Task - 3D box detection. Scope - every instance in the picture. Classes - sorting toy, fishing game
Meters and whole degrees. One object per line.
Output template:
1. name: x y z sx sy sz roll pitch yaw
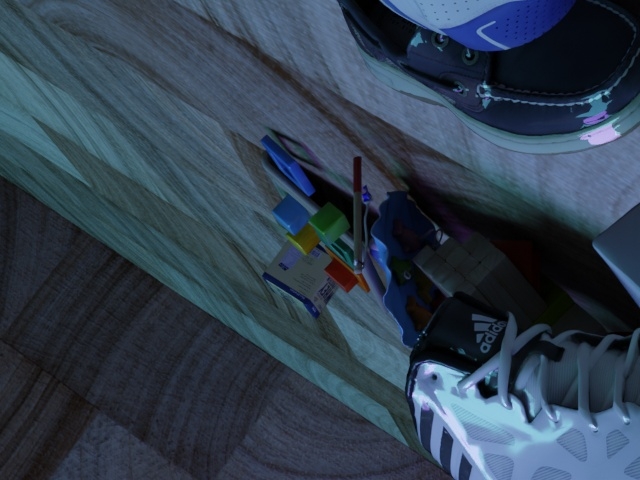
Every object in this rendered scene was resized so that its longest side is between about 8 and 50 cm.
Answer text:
1. sorting toy: 0.000 0.000 1.749 0.196 0.047 0.348 46 174 24
2. fishing game: 0.106 0.037 1.468 0.041 0.189 0.264 -17 140 25

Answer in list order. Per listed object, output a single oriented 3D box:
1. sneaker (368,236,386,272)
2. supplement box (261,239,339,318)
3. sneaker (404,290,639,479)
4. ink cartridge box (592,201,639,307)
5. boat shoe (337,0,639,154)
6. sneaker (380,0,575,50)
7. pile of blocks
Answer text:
1. sneaker: 0.125 0.072 1.693 0.211 0.081 0.080 45 168 -25
2. supplement box: -0.020 0.046 2.012 0.083 0.083 0.056 31 168 25
3. sneaker: 0.210 0.130 1.199 0.257 0.169 0.447 37 145 -2
4. ink cartridge box: 0.326 0.107 0.874 0.307 0.129 0.223 49 -176 -27
5. boat shoe: 0.096 -0.130 0.909 0.092 0.103 0.285 38 176 -36
6. sneaker: 0.109 -0.166 0.648 0.182 0.127 0.315 33 167 24
7. pile of blocks: 0.255 0.110 1.428 0.362 0.112 0.149 46 179 -10
